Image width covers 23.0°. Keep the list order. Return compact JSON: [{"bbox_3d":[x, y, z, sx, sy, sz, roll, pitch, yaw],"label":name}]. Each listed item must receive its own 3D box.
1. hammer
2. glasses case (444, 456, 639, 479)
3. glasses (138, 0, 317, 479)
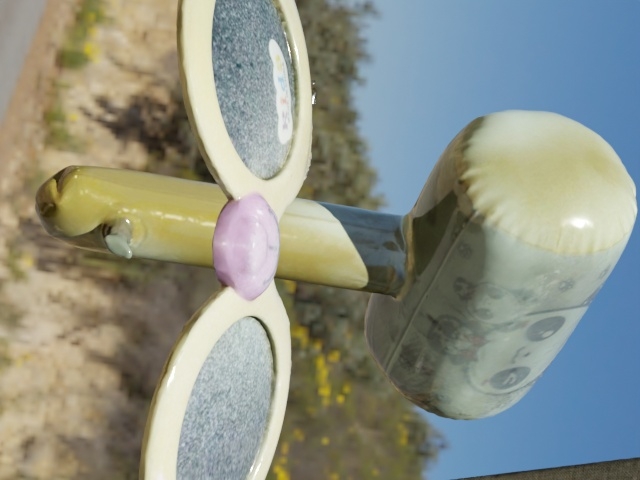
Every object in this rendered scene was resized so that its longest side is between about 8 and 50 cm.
[{"bbox_3d":[0.000,0.000,0.846,0.202,0.305,0.113,112,-16,-47],"label":"hammer"},{"bbox_3d":[0.149,0.143,0.745,0.047,0.205,0.071,49,41,-38],"label":"glasses case"},{"bbox_3d":[-0.086,0.000,0.513,0.220,0.088,0.190,1,-94,48],"label":"glasses"}]
